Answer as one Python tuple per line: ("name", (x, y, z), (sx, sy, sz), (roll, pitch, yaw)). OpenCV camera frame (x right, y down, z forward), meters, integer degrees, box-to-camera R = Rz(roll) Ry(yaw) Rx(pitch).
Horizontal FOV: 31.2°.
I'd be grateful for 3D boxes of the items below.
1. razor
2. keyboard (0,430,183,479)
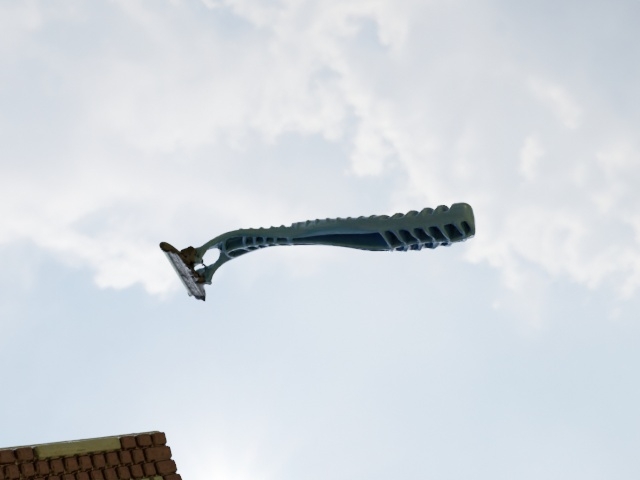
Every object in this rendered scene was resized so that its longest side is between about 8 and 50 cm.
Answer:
("razor", (0.000, 0.000, 0.934), (0.082, 0.253, 0.042), (66, -160, -54))
("keyboard", (-0.121, 0.109, 0.466), (0.166, 0.017, 0.055), (3, -122, -47))
